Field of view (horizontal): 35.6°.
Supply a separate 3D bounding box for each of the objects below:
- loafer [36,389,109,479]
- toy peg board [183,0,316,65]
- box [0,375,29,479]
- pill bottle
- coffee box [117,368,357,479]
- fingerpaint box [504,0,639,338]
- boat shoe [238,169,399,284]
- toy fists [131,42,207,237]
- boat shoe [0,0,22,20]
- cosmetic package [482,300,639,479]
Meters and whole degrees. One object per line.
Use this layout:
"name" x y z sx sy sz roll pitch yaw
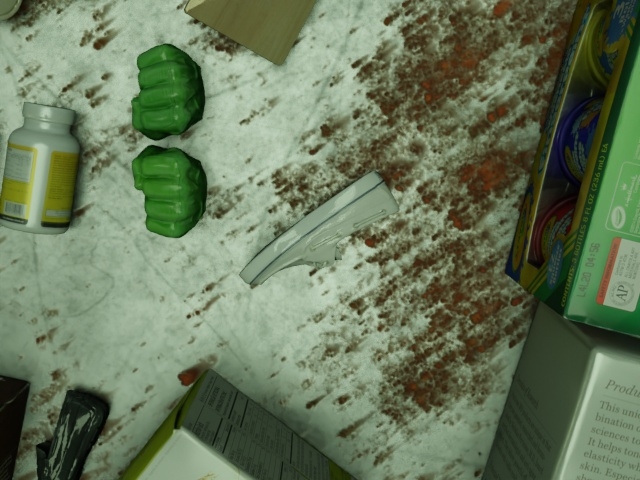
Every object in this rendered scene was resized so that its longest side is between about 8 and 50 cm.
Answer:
"loafer" -0.400 0.335 1.527 0.078 0.076 0.223 25 91 2
"toy peg board" -0.096 -0.366 1.457 0.161 0.079 0.161 27 96 -19
"box" -0.551 0.398 1.472 0.143 0.191 0.381 14 96 -2
"pill bottle" -0.408 -0.106 1.460 0.103 0.103 0.184 10 96 -1
"coffee box" -0.149 0.437 1.403 0.334 0.338 0.337 38 94 -4
"fingerpaint box" 0.404 -0.122 1.327 0.163 0.371 0.444 14 97 -2
"boat shoe" 0.000 0.000 1.478 0.258 0.095 0.084 -36 91 5
"toy fists" -0.218 -0.142 1.437 0.096 0.142 0.279 0 96 0
"boat shoe" -0.443 -0.478 1.417 0.112 0.095 0.335 15 97 -42
"cosmetic package" 0.438 0.334 1.400 0.330 0.327 0.393 16 97 -2
